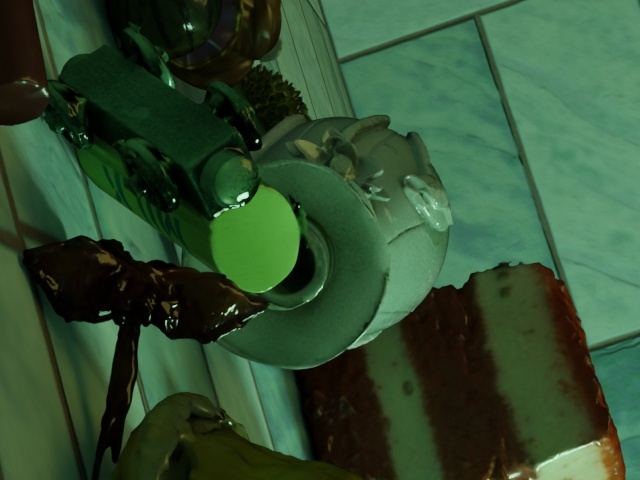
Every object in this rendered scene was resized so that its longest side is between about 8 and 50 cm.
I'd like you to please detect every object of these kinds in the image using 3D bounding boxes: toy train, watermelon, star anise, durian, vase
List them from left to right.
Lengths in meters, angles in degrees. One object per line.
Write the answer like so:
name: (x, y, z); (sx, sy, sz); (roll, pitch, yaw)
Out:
star anise: (-0.132, 0.072, 1.241); (0.140, 0.158, 0.144); (-16, 121, -73)
watermelon: (-0.146, -0.227, 1.686); (0.105, 0.105, 0.133); (-99, 171, -51)
toy train: (-0.105, -0.052, 1.337); (0.253, 0.105, 0.157); (32, -26, 50)
durian: (-0.053, -0.122, 2.188); (0.137, 0.095, 0.221); (-73, 151, -76)
vase: (0.000, 0.000, 1.796); (0.445, 0.250, 0.250); (-35, 106, -79)

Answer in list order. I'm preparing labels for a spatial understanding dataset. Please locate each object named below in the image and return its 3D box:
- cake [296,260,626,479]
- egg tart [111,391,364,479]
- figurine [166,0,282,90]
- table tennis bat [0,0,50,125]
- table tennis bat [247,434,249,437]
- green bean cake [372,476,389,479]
cake: (0.169, 0.221, 2.081); (0.270, 0.319, 0.269); (61, 12, -53)
egg tart: (-0.014, 0.276, 1.180); (0.388, 0.169, 0.388); (-17, 90, -77)
figurine: (-0.113, -0.244, 1.876); (0.189, 0.142, 0.263); (37, 19, -13)
table tennis bat: (-0.243, -0.263, 1.268); (0.268, 0.051, 0.415); (67, 7, -64)
table tennis bat: (-0.067, 0.246, 1.419); (0.153, 0.040, 0.244); (60, 18, -48)
green bean cake: (0.044, 0.332, 1.656); (0.248, 0.125, 0.222); (-4, 75, -82)
